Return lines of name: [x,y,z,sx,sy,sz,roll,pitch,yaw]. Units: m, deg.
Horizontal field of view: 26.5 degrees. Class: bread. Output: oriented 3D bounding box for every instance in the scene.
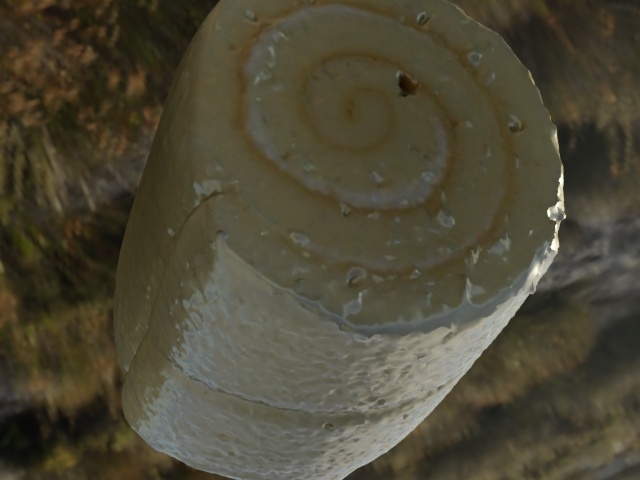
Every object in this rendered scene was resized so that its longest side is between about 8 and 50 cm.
bread: [0.000,0.000,0.485,0.134,0.148,0.141,15,145,-10]
